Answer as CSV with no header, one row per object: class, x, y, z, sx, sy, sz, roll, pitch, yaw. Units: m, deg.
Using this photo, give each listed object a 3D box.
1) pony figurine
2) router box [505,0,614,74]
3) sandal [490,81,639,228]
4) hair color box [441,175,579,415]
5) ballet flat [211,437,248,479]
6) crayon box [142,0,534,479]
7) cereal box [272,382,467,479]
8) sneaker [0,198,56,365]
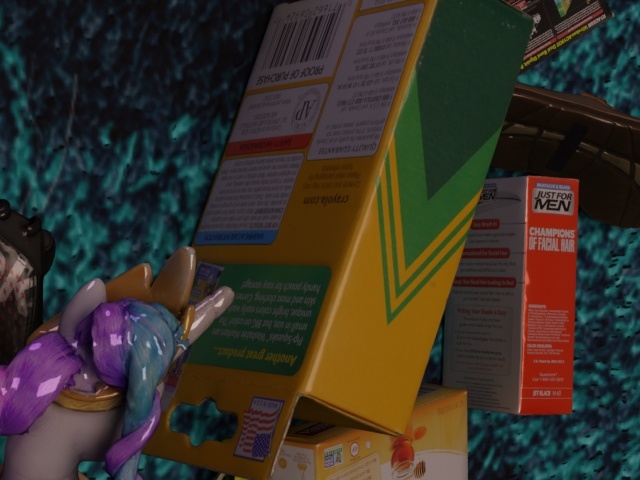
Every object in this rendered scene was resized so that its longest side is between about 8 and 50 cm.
pony figurine,-0.217,0.172,0.826,0.351,0.303,0.364,-11,131,-38
router box,0.153,-0.182,1.228,0.122,0.038,0.092,-32,105,-28
sandal,0.188,-0.075,1.236,0.219,0.060,0.090,17,125,-24
hair color box,0.136,0.039,1.183,0.053,0.093,0.167,2,88,-32
ballet flat,-0.073,0.235,1.070,0.077,0.077,0.231,23,73,-10
crayon box,0.000,0.000,1.035,0.083,0.203,0.323,26,76,-29
cereal box,0.038,0.230,1.100,0.173,0.047,0.240,-13,104,-51
sneaker,-0.234,-0.004,0.953,0.135,0.097,0.276,-35,109,-27
